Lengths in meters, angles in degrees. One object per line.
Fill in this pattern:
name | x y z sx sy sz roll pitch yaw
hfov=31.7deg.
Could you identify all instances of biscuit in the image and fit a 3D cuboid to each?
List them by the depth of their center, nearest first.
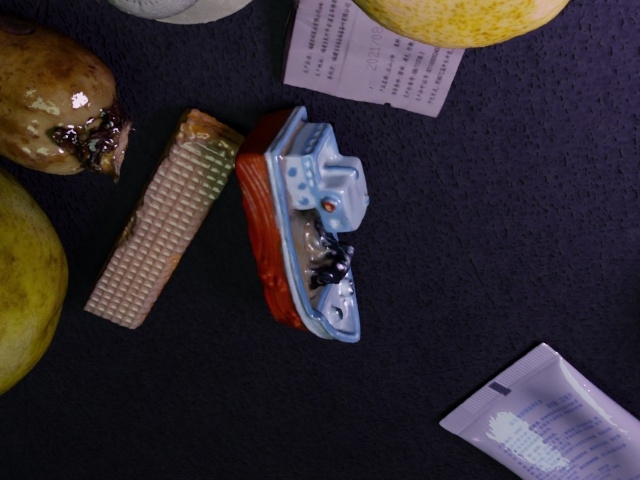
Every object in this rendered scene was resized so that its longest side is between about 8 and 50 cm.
biscuit | -0.211 -0.020 1.506 0.094 0.054 0.379 25 130 -11

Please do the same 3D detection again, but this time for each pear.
pear | 0.126 -0.311 1.055 0.271 0.271 0.271 6 131 7
pear | -0.503 0.041 1.444 0.352 0.352 0.413 5 137 8

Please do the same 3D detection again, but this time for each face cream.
face cream | 0.404 0.335 1.651 0.420 0.137 0.235 37 129 -9

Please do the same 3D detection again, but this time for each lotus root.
lotus root | -0.353 -0.181 1.345 0.314 0.141 0.169 28 128 0

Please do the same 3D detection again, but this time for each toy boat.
toy boat | 0.000 0.000 1.415 0.133 0.145 0.332 2 127 20

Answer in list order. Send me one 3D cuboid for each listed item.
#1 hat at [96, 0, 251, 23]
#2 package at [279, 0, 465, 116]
hat | -0.178 -0.316 1.198 0.257 0.130 0.257 6 130 8
package | 0.065 -0.244 1.255 0.204 0.062 0.251 15 135 1
